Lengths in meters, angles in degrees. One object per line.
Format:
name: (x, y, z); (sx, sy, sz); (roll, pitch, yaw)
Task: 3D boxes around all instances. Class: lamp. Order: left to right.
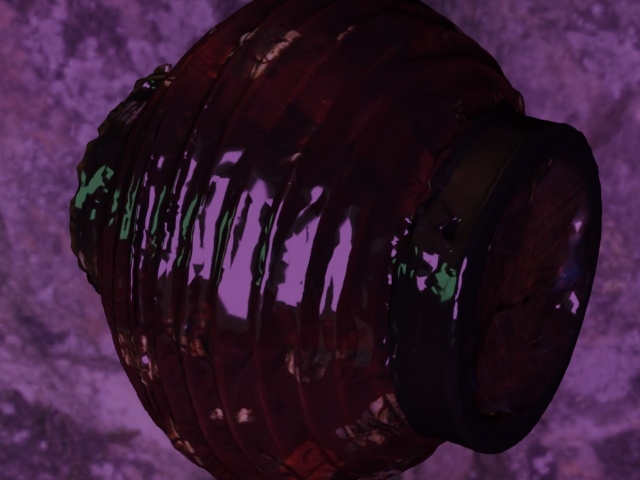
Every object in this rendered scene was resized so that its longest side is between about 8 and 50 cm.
lamp: (0.000, 0.000, 0.514); (0.247, 0.247, 0.247); (0, 99, 1)
